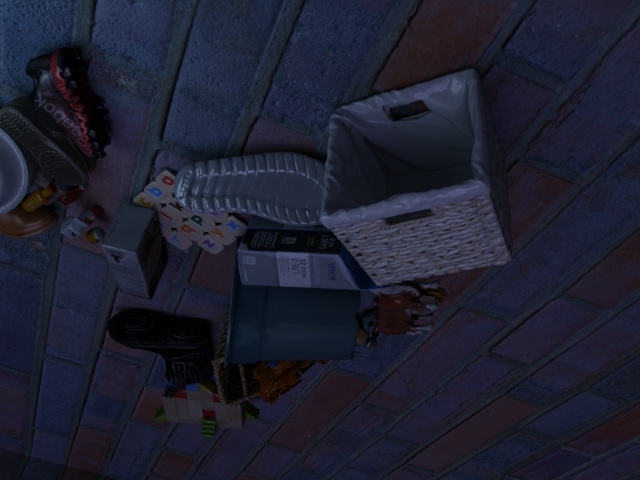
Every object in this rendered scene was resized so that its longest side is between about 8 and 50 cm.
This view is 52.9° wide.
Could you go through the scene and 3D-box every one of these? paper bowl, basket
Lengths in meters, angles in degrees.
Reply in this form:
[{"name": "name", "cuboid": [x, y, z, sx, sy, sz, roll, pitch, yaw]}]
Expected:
[{"name": "paper bowl", "cuboid": [-0.835, -0.179, 1.524, 0.284, 0.148, 0.284, -3, 123, -5]}, {"name": "basket", "cuboid": [0.206, -0.123, 1.328, 0.328, 0.331, 0.266, -12, 140, 23]}, {"name": "basket", "cuboid": [-0.204, 0.379, 2.033, 0.213, 0.223, 0.299, 6, 138, 4]}]

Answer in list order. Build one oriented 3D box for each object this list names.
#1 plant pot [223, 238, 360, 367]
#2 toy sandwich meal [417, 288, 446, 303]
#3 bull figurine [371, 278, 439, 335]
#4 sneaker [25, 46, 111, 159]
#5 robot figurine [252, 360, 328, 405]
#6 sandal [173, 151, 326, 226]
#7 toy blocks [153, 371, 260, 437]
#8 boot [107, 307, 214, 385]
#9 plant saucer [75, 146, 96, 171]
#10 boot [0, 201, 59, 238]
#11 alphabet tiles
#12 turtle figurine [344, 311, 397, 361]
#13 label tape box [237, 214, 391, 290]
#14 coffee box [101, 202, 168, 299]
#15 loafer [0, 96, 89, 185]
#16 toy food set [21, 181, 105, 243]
[{"name": "plant pot", "cuboid": [-0.078, 0.184, 1.732, 0.334, 0.341, 0.341, 7, 139, -7]}, {"name": "toy sandwich meal", "cuboid": [0.318, 0.165, 1.839, 0.085, 0.029, 0.086, 5, 138, 5]}, {"name": "bull figurine", "cuboid": [0.223, 0.171, 1.757, 0.188, 0.101, 0.310, 4, 149, 6]}, {"name": "sneaker", "cuboid": [-0.565, -0.299, 1.438, 0.135, 0.098, 0.276, 0, 136, 10]}, {"name": "robot figurine", "cuboid": [-0.069, 0.370, 1.980, 0.085, 0.291, 0.211, 41, 154, 34]}, {"name": "sandal", "cuboid": [-0.137, -0.128, 1.531, 0.416, 0.169, 0.102, 7, -179, 6]}, {"name": "toy blocks", "cuboid": [-0.419, 0.549, 2.324, 0.381, 0.191, 0.261, 4, 127, 5]}, {"name": "boot", "cuboid": [-0.522, 0.364, 2.144, 0.348, 0.131, 0.260, 10, 139, -1]}, {"name": "plant saucer", "cuboid": [-0.608, -0.198, 1.620, 0.083, 0.015, 0.083, 5, 138, 5]}, {"name": "boot", "cuboid": [-0.854, -0.124, 1.700, 0.283, 0.109, 0.220, 9, 135, 12]}, {"name": "alphabet tiles", "cuboid": [-0.340, -0.072, 1.705, 0.278, 0.021, 0.284, 35, 133, -26]}, {"name": "turtle figurine", "cuboid": [0.100, 0.278, 1.926, 0.234, 0.175, 0.118, 30, 168, -7]}, {"name": "label tape box", "cuboid": [0.000, 0.000, 1.542, 0.347, 0.249, 0.115, 1, 124, 9]}, {"name": "coffee box", "cuboid": [-0.495, 0.034, 1.737, 0.098, 0.141, 0.246, 13, 147, 4]}, {"name": "loafer", "cuboid": [-0.638, -0.236, 1.526, 0.102, 0.092, 0.268, -7, 141, 21]}, {"name": "toy food set", "cuboid": [-0.638, -0.087, 1.675, 0.104, 0.111, 0.232, -25, 137, 26]}]
